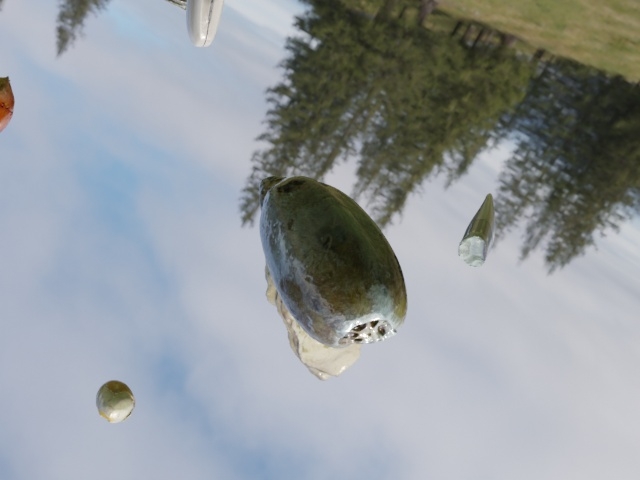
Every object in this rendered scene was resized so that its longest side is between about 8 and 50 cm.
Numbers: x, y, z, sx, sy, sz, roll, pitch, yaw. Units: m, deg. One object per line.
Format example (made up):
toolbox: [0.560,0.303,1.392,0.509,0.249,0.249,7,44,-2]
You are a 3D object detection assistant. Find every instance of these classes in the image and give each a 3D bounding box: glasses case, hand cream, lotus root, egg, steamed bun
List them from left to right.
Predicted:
egg: [-0.387,0.298,1.530,0.071,0.071,0.083,14,-155,-46]
glasses case: [-0.179,-0.407,1.289,0.051,0.204,0.081,-1,-142,-24]
lotus root: [0.000,0.000,1.065,0.158,0.140,0.322,-9,-132,-27]
steamed bun: [0.024,0.088,1.590,0.428,0.247,0.189,67,-179,-57]
hand cream: [0.269,-0.015,1.360,0.048,0.079,0.255,6,-163,18]

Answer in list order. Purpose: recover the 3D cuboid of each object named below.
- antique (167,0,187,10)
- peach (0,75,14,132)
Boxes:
antique: [-0.210,-0.569,1.527,0.150,0.284,0.125,20,-149,-37]
peach: [-0.570,-0.201,1.309,0.127,0.093,0.172,26,-141,32]
